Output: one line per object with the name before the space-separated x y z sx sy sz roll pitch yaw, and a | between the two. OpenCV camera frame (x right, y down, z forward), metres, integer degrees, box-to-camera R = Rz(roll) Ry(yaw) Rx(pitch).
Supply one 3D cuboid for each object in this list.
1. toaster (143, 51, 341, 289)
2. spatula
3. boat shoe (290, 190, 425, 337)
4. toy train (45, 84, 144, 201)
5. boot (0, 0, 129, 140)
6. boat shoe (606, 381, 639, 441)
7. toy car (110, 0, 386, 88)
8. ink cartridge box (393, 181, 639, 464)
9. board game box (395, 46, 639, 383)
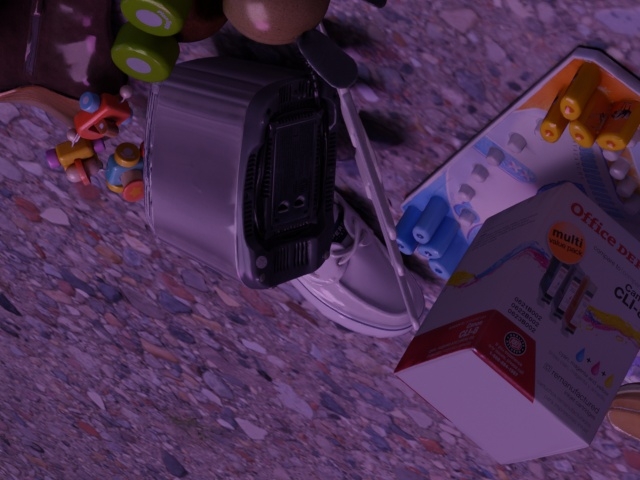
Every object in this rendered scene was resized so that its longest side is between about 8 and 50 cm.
toaster | -0.073 -0.075 1.605 0.146 0.129 0.227 18 115 36
spatula | 0.046 -0.051 1.495 0.168 0.019 0.242 74 179 -49
boat shoe | 0.000 0.000 1.736 0.258 0.095 0.084 36 159 -6
toy train | -0.193 -0.087 1.752 0.125 0.046 0.166 -32 151 23
boot | -0.290 -0.218 1.743 0.248 0.090 0.207 26 142 20
boat shoe | 0.323 0.175 1.568 0.190 0.072 0.068 9 146 43
toy car | -0.047 -0.191 1.407 0.188 0.155 0.149 21 155 -3
ink cartridge box | 0.172 0.067 1.435 0.128 0.176 0.127 39 152 -13
board game box | 0.280 0.039 1.523 0.390 0.050 0.390 37 155 -5
